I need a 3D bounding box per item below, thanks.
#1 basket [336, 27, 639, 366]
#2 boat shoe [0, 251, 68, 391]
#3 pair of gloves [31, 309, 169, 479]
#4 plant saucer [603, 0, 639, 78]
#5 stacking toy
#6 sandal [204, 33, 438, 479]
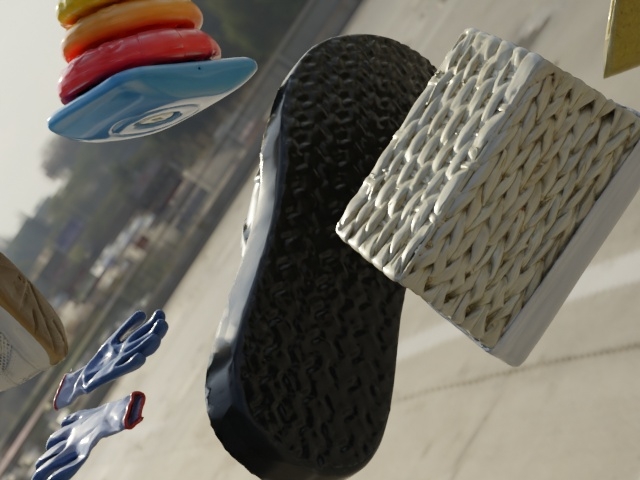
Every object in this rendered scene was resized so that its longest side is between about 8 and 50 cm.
[{"bbox_3d":[0.102,-0.030,0.871,0.167,0.103,0.113,-58,28,4],"label":"basket"},{"bbox_3d":[-0.330,0.018,1.218,0.096,0.277,0.098,-35,15,10],"label":"boat shoe"},{"bbox_3d":[-0.209,0.150,1.398,0.159,0.023,0.198,-32,28,31],"label":"pair of gloves"},{"bbox_3d":[0.278,-0.294,1.107,0.333,0.081,0.332,-48,-35,-75],"label":"plant saucer"},{"bbox_3d":[-0.202,-0.257,1.414,0.175,0.301,0.166,-13,-6,-44],"label":"stacking toy"},{"bbox_3d":[-0.002,0.000,1.116,0.107,0.167,0.445,-40,21,43],"label":"sandal"}]
